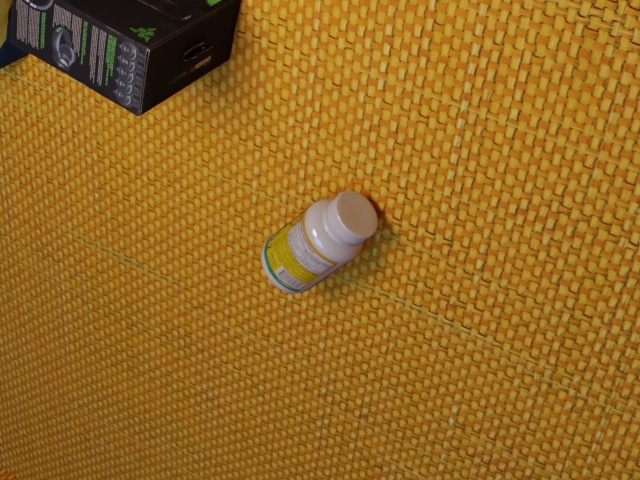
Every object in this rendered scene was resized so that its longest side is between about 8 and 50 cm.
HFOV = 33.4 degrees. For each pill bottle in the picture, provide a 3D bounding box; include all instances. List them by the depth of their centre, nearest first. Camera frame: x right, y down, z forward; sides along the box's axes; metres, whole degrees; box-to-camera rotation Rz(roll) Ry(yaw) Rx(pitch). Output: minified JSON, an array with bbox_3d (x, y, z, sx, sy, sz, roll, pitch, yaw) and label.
[{"bbox_3d":[0.000,0.000,1.808,0.117,0.117,0.208,50,135,-3],"label":"pill bottle"}]

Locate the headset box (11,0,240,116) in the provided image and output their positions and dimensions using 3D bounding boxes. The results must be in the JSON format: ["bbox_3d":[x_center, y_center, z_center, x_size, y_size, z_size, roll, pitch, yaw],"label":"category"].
[{"bbox_3d":[-0.301,-0.348,1.702,0.283,0.246,0.131,31,133,16],"label":"headset box"}]

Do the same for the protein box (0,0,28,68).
[{"bbox_3d":[-0.652,-0.446,1.967,0.201,0.136,0.199,32,133,14],"label":"protein box"}]
